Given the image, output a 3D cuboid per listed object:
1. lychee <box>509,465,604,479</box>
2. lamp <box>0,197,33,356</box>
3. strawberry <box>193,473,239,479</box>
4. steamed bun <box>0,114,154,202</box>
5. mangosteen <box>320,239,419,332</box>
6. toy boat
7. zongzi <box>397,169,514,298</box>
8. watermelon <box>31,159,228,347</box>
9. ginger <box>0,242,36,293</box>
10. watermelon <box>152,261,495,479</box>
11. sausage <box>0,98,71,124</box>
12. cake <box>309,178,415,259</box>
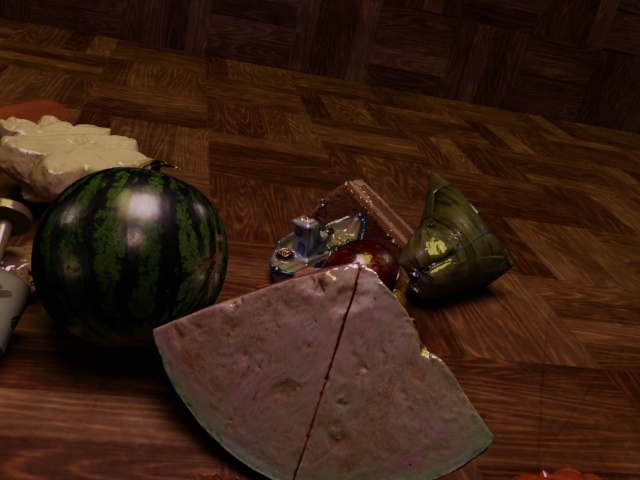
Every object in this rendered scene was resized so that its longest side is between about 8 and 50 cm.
[{"bbox_3d":[0.185,0.335,0.549,0.255,0.255,0.299,6,59,-16],"label":"lychee"},{"bbox_3d":[-0.435,0.047,0.922,0.122,0.121,0.214,7,54,-14],"label":"lamp"},{"bbox_3d":[-0.140,0.308,0.596,0.188,0.106,0.286,43,18,10],"label":"strawberry"},{"bbox_3d":[-0.464,-0.126,1.334,0.296,0.137,0.292,12,22,-17],"label":"steamed bun"},{"bbox_3d":[0.078,0.088,1.157,0.181,0.156,0.146,42,-3,-4],"label":"mangosteen"},{"bbox_3d":[0.000,0.000,1.312,0.114,0.115,0.262,27,27,28],"label":"toy boat"},{"bbox_3d":[0.210,-0.024,1.360,0.251,0.125,0.274,-8,63,-43],"label":"zongzi"},{"bbox_3d":[-0.254,0.023,0.965,0.269,0.268,0.269,11,24,-5],"label":"watermelon"},{"bbox_3d":[-0.472,0.043,1.034,0.214,0.074,0.137,5,35,-29],"label":"ginger"},{"bbox_3d":[0.015,0.160,0.883,0.292,0.319,0.222,62,16,5],"label":"watermelon"},{"bbox_3d":[-0.651,-0.236,1.504,0.114,0.113,0.259,19,24,13],"label":"sausage"},{"bbox_3d":[0.130,-0.028,1.462,0.295,0.112,0.116,35,31,17],"label":"cake"}]
